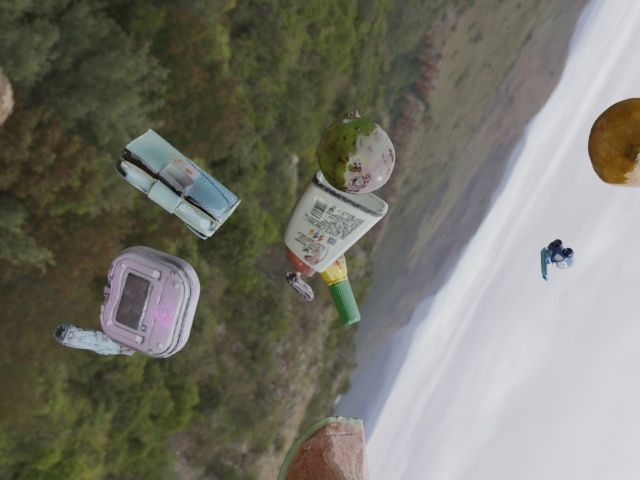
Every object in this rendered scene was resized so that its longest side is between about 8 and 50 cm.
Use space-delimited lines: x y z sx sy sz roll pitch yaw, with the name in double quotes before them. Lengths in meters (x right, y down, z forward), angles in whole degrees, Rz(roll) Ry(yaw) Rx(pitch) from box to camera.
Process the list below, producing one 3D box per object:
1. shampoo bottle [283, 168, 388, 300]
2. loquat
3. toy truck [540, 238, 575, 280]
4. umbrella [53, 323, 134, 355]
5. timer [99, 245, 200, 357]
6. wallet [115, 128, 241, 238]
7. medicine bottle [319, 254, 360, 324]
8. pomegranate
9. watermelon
"shampoo bottle" 0.000 0.000 1.450 0.284 0.153 0.071 -60 -179 42
"loquat" 0.673 -0.207 1.621 0.234 0.176 0.187 -98 -161 -51
"toy truck" 0.543 0.048 1.760 0.090 0.073 0.056 -42 143 -3
"umbrella" -0.529 0.240 1.783 0.250 0.053 0.052 34 48 -60
"timer" -0.343 0.124 1.504 0.069 0.190 0.209 -28 134 -72
"wallet" -0.296 -0.123 1.590 0.075 0.250 0.176 -49 -174 25
"medicine bottle" 0.031 0.075 1.817 0.064 0.261 0.095 -22 175 35
"pomegranate" 0.057 -0.135 1.160 0.130 0.130 0.130 -59 169 -19
"watermelon" 0.078 0.618 1.998 0.250 0.292 0.283 -6 120 -46
